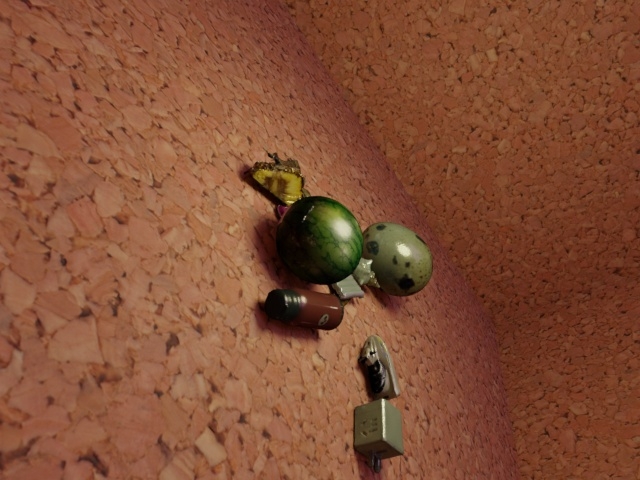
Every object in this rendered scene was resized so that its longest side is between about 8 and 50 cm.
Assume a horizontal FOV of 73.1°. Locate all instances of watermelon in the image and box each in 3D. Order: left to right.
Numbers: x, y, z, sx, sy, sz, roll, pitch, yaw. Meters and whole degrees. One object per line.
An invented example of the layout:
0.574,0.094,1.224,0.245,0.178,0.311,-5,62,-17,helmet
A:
0.000,0.000,1.690,0.363,0.363,0.364,41,33,-34,watermelon

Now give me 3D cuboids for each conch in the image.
0.208,0.157,2.107,0.234,0.137,0.114,53,11,-28,conch

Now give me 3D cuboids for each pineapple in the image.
-0.172,-0.278,1.828,0.334,0.158,0.161,30,25,-35,pineapple

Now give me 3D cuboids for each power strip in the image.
0.213,0.720,1.578,0.139,0.140,0.225,46,30,-30,power strip

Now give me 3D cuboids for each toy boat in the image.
0.233,0.536,1.808,0.140,0.140,0.270,8,56,-58,toy boat

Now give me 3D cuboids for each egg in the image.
0.386,0.093,2.249,0.428,0.345,0.345,45,30,-9,egg

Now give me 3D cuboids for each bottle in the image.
-0.058,0.243,1.557,0.336,0.143,0.144,21,47,-51,bottle

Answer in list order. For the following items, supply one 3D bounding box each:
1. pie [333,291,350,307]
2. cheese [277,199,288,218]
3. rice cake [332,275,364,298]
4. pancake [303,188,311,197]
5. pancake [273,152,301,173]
0.085,0.267,1.907,0.092,0.034,0.170,61,32,-6,pie
-0.155,-0.127,1.861,0.095,0.038,0.145,39,28,-39,cheese
0.111,0.195,1.971,0.198,0.037,0.189,15,35,-53,rice cake
-0.067,-0.154,2.049,0.212,0.029,0.235,38,37,-40,pancake
-0.154,-0.371,2.114,0.184,0.020,0.191,51,28,-16,pancake
